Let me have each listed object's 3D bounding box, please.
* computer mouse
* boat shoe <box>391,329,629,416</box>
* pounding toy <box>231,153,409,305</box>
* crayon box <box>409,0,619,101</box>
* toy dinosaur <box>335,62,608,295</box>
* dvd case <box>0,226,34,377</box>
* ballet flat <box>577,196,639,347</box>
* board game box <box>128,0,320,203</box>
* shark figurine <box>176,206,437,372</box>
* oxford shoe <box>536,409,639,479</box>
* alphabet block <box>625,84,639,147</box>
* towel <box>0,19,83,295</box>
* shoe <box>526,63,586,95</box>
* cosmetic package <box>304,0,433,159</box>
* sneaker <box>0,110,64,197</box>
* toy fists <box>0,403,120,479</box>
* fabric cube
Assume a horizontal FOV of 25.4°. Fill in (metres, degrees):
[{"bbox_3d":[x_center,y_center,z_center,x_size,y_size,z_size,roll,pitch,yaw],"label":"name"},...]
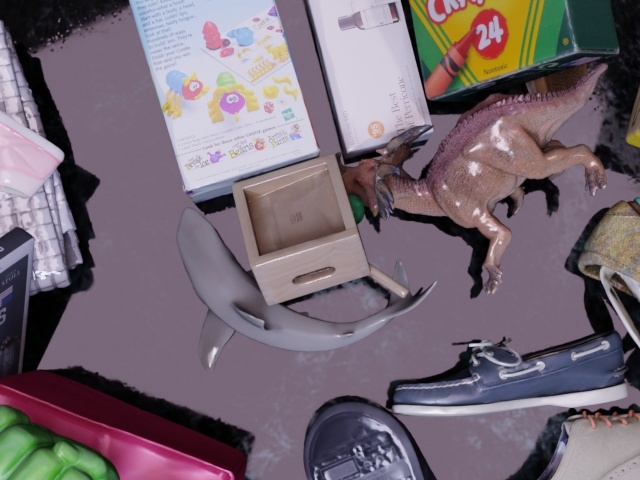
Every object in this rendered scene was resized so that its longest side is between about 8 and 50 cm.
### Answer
[{"bbox_3d":[0.069,0.292,1.481,0.188,0.072,0.272,-21,91,15],"label":"computer mouse"},{"bbox_3d":[0.197,0.140,1.482,0.254,0.095,0.079,-6,88,-2],"label":"boat shoe"},{"bbox_3d":[0.000,0.000,1.430,0.141,0.100,0.130,-17,53,2],"label":"pounding toy"},{"bbox_3d":[0.178,-0.321,1.464,0.081,0.202,0.319,-6,83,-44],"label":"crayon box"},{"bbox_3d":[0.158,-0.086,1.442,0.200,0.127,0.295,37,115,-21],"label":"toy dinosaur"},{"bbox_3d":[-0.354,0.119,1.381,0.029,0.239,0.179,31,43,17],"label":"dvd case"},{"bbox_3d":[0.386,0.093,1.419,0.123,0.123,0.348,-39,52,-3],"label":"ballet flat"},{"bbox_3d":[-0.108,-0.194,1.476,0.144,0.142,0.275,-16,87,-2],"label":"board game box"},{"bbox_3d":[-0.031,0.075,1.477,0.278,0.116,0.166,14,88,2],"label":"shark figurine"},{"bbox_3d":[0.328,0.221,1.460,0.397,0.140,0.146,-36,80,-5],"label":"oxford shoe"},{"bbox_3d":[0.444,-0.178,1.457,0.192,0.193,0.197,17,86,2],"label":"alphabet block"},{"bbox_3d":[-0.392,-0.062,1.477,0.235,0.121,0.284,-17,91,-9],"label":"towel"},{"bbox_3d":[0.234,-0.236,1.532,0.076,0.058,0.219,-10,90,-34],"label":"shoe"},{"bbox_3d":[0.044,-0.216,1.521,0.098,0.060,0.239,-15,86,-1],"label":"cosmetic package"},{"bbox_3d":[-0.327,-0.091,1.402,0.134,0.051,0.070,32,78,-11],"label":"sneaker"},{"bbox_3d":[-0.183,0.237,1.191,0.279,0.142,0.096,38,86,2],"label":"toy fists"},{"bbox_3d":[-0.233,0.287,1.386,0.259,0.258,0.254,22,85,1],"label":"fabric cube"}]
